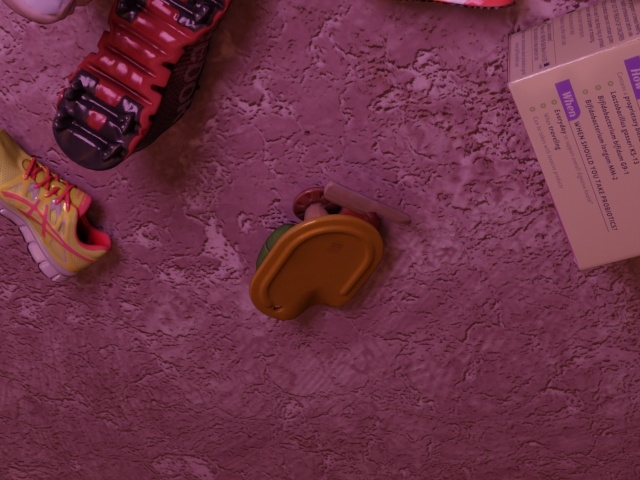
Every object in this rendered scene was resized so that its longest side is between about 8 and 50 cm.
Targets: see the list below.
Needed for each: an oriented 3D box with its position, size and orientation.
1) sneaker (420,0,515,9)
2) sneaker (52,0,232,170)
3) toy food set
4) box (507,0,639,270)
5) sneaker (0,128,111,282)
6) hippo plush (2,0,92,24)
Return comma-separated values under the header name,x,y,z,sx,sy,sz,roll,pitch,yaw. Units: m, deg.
name,x,y,z,sx,sy,sz,roll,pitch,yaw
sneaker,0.101,-0.254,0.818,0.161,0.057,0.075,9,109,8
sneaker,-0.155,-0.195,0.884,0.097,0.135,0.276,35,102,2
toy food set,0.000,0.000,1.010,0.128,0.071,0.218,15,132,-28
box,0.319,-0.116,0.821,0.242,0.117,0.214,-17,119,23
sneaker,-0.312,-0.050,1.037,0.094,0.081,0.209,-18,126,15
hippo plush,-0.175,-0.340,0.755,0.236,0.234,0.294,-14,79,1
